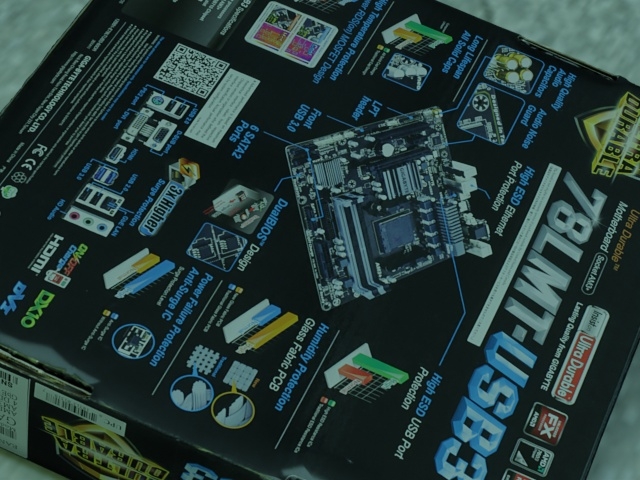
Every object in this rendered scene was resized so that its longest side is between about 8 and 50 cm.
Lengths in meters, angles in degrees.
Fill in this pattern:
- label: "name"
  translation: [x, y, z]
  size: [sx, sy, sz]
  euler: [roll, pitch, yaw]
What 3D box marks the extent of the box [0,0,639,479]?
- label: "box"
  translation: [0.000, 0.000, 0.784]
  size: [0.293, 0.073, 0.295]
  euler: [23, 50, 7]
